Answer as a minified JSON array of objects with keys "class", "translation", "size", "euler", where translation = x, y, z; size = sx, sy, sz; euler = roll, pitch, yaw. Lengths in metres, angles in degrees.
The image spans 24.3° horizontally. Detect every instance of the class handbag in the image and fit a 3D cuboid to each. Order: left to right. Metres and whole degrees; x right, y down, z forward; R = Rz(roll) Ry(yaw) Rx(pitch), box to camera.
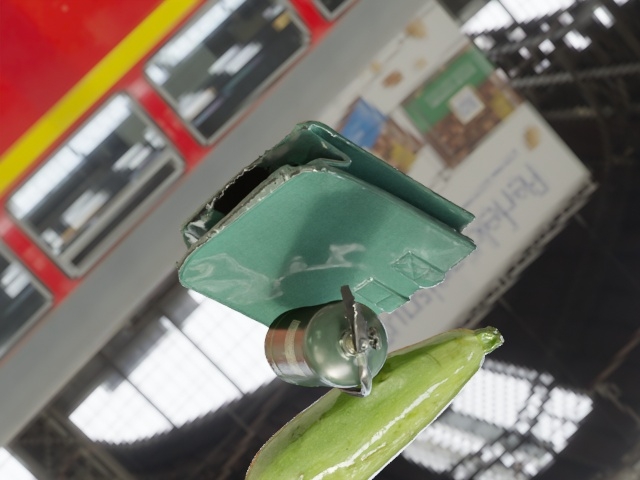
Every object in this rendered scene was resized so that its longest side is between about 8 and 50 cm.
[{"class":"handbag","translation":[-0.002,-0.004,1.722],"size":[0.269,0.274,0.100],"euler":[-39,-140,34]}]

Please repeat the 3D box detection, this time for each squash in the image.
[{"class":"squash","translation":[0.058,0.213,1.782],"size":[0.370,0.118,0.118],"euler":[-40,-165,5]}]

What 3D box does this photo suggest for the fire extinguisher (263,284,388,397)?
[{"class":"fire extinguisher","translation":[0.014,0.109,1.546],"size":[0.093,0.118,0.294],"euler":[-16,179,-14]}]
